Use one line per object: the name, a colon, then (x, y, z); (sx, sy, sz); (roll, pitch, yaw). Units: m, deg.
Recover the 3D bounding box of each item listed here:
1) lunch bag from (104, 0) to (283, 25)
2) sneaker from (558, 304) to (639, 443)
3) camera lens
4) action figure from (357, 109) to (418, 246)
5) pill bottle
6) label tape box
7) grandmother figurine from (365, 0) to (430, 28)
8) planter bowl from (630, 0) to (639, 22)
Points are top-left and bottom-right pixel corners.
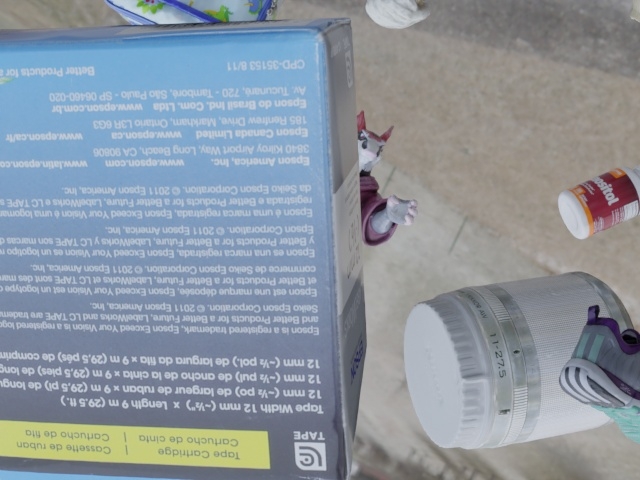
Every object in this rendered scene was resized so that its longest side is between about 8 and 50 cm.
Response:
lunch bag: (-0.159, -0.330, 1.246); (0.218, 0.176, 0.090); (27, 180, 3)
sneaker: (0.350, 0.155, 1.034); (0.223, 0.098, 0.083); (35, 158, -33)
camera lens: (0.277, 0.164, 1.329); (0.274, 0.220, 0.219); (-7, 178, -16)
action figure: (0.000, 0.000, 1.305); (0.248, 0.370, 0.276); (32, 172, 19)
pill bottle: (0.472, -0.068, 1.568); (0.086, 0.152, 0.086); (157, 90, -84)
label tape box: (-0.100, 0.036, 0.633); (0.249, 0.348, 0.115); (0, -161, 10)
grandmother figurine: (0.177, -0.448, 1.350); (0.104, 0.342, 0.207); (41, -158, 18)
planter bowl: (0.579, -0.388, 1.579); (0.162, 0.109, 0.162); (26, -159, -11)
